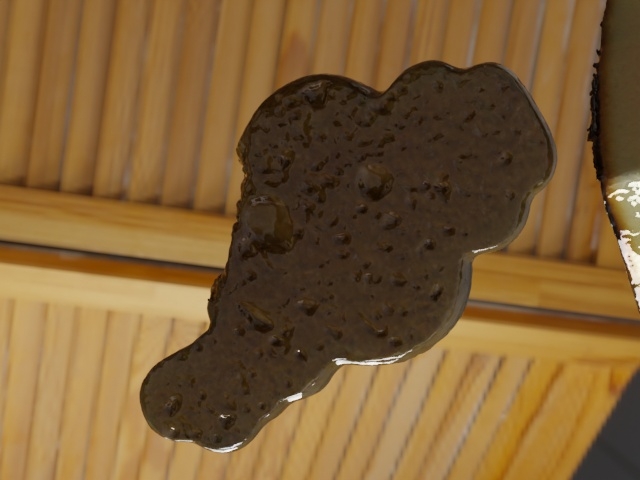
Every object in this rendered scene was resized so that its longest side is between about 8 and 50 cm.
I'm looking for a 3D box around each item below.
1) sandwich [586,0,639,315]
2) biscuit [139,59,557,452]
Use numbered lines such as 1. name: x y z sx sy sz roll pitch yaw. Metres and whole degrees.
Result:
1. sandwich: 0.199 -0.036 0.737 0.193 0.058 0.162 -74 147 -47
2. biscuit: 0.005 0.008 0.827 0.320 0.183 0.047 -55 167 5
